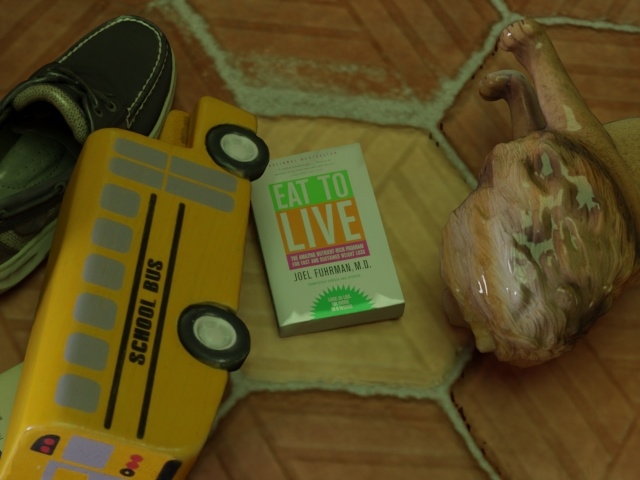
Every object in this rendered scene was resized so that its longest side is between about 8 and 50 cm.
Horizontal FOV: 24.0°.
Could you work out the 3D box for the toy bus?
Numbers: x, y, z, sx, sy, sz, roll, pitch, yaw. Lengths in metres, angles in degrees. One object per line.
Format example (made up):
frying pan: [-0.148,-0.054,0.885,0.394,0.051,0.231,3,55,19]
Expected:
toy bus: [-0.119,0.036,1.015,0.130,0.108,0.332,17,43,-13]

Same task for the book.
book: [0.000,0.000,1.150,0.096,0.035,0.144,-10,61,-10]

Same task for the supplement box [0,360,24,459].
supplement box: [-0.192,0.131,1.020,0.083,0.056,0.083,-29,66,-25]

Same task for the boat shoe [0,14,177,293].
boat shoe: [-0.197,-0.081,1.132,0.103,0.092,0.285,29,57,11]

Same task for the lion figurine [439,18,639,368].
lion figurine: [0.256,-0.047,1.154,0.392,0.142,0.240,-11,67,-20]
